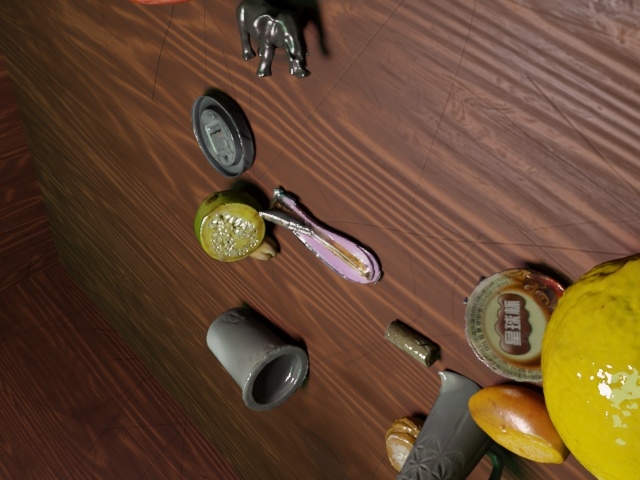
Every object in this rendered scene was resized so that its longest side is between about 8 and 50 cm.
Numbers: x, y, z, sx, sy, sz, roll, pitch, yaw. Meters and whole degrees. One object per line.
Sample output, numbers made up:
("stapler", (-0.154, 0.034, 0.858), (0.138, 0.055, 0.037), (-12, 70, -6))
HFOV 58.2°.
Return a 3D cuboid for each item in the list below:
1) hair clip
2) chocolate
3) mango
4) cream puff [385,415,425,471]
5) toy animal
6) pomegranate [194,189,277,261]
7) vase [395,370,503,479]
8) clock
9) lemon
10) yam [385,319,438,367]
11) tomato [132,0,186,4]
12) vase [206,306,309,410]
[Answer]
("hair clip", (0.000, 0.002, 1.404), (0.358, 0.095, 0.110), (34, 105, 18))
("chocolate", (0.357, 0.161, 1.009), (0.221, 0.221, 0.147), (38, 170, 26))
("mango", (0.395, 0.357, 1.147), (0.217, 0.102, 0.141), (9, 134, 44))
("cream puff", (0.240, 0.521, 1.463), (0.150, 0.115, 0.165), (21, 123, 32))
("toy animal", (-0.099, -0.403, 1.146), (0.245, 0.114, 0.146), (34, 140, 30))
("pomegranate", (-0.221, -0.049, 1.568), (0.159, 0.240, 0.190), (-113, 37, -59))
("vase", (0.273, 0.468, 1.235), (0.251, 0.301, 0.156), (47, 146, 0))
("clock", (-0.255, -0.276, 1.508), (0.226, 0.049, 0.226), (33, 140, 32))
("lemon", (0.454, 0.178, 0.757), (0.336, 0.336, 0.336), (32, 138, 33))
("yam", (0.209, 0.237, 1.330), (0.132, 0.054, 0.054), (32, 138, 34))
("tomato", (-0.280, -0.585, 1.055), (0.290, 0.324, 0.293), (-117, 12, -45))
("vase", (-0.211, 0.357, 1.826), (0.291, 0.245, 0.245), (36, 141, 42))
